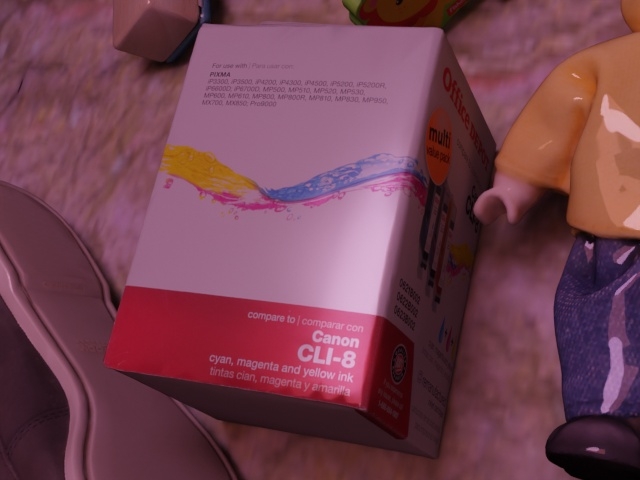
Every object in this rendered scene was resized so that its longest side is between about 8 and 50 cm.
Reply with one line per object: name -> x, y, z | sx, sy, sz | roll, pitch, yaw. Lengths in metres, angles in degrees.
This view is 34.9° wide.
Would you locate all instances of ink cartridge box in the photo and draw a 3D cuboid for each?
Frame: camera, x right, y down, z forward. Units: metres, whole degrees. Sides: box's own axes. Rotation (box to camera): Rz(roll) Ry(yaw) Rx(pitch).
ink cartridge box -> 0.000, 0.000, 0.494 | 0.127, 0.128, 0.176 | 5, 72, 23

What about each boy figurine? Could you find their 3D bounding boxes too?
boy figurine -> 0.161, -0.031, 0.466 | 0.177, 0.092, 0.285 | 1, 69, 22

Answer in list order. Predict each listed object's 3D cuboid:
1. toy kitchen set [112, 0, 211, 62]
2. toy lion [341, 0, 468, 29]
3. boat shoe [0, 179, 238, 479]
toy kitchen set -> -0.009, -0.195, 0.617 | 0.207, 0.166, 0.122 | -34, 52, 49
toy lion -> 0.059, -0.144, 0.548 | 0.100, 0.096, 0.034 | -41, 61, 1
boat shoe -> -0.130, 0.106, 0.525 | 0.095, 0.112, 0.335 | -49, 53, 18
